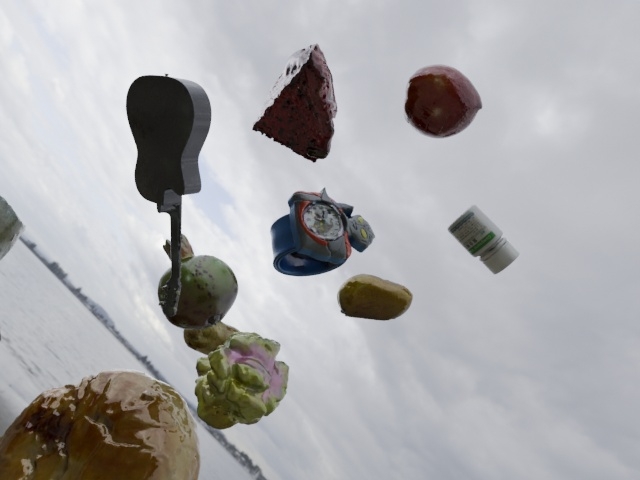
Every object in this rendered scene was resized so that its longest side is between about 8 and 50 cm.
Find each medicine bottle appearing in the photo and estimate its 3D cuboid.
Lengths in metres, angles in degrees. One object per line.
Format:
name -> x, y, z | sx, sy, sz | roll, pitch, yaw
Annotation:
medicine bottle -> 0.578, -0.002, 1.508 | 0.237, 0.139, 0.139 | 49, -26, 9

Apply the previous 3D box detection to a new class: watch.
watch -> 0.000, 0.000, 1.348 | 0.274, 0.306, 0.241 | -47, -137, 49

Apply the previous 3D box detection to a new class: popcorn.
popcorn -> -0.106, 0.190, 0.588 | 0.126, 0.126, 0.145 | 42, 5, -12

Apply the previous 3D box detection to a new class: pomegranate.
pomegranate -> -0.257, 0.083, 0.853 | 0.205, 0.159, 0.159 | 61, -25, 12

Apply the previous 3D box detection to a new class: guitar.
guitar -> -0.145, -0.034, 0.402 | 0.088, 0.025, 0.233 | 15, -72, 28

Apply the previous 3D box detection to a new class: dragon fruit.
dragon fruit -> -0.057, -0.372, 1.141 | 0.302, 0.240, 0.330 | 51, -23, 1

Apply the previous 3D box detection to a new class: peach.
peach -> 0.319, -0.356, 1.106 | 0.197, 0.197, 0.197 | 34, -29, 22

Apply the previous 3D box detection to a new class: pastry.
pastry -> -0.441, 0.463, 0.846 | 0.410, 0.409, 0.245 | 30, -35, 28

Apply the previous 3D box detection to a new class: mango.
mango -> 0.188, 0.204, 1.482 | 0.262, 0.167, 0.130 | 9, 6, -1

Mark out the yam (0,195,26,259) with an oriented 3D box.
yam -> -0.583, 0.039, 0.632 | 0.133, 0.330, 0.133 | 11, -37, 9

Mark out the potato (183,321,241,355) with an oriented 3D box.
potato -> -0.255, 0.239, 1.027 | 0.107, 0.079, 0.170 | -16, -34, 30
